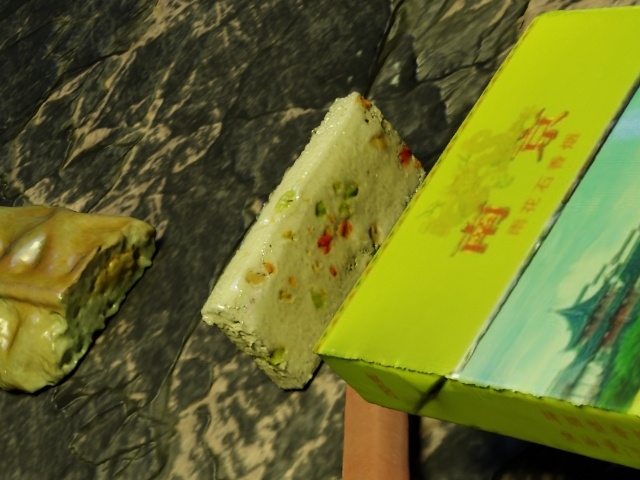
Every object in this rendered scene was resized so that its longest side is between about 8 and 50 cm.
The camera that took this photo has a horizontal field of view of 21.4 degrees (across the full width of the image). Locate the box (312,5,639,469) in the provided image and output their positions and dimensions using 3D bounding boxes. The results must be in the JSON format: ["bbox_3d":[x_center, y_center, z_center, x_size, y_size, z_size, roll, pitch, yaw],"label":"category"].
[{"bbox_3d":[0.155,-0.003,0.580,0.335,0.047,0.187,7,58,53],"label":"box"}]

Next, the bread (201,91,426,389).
[{"bbox_3d":[0.000,0.000,0.879,0.028,0.068,0.154,-5,44,50],"label":"bread"}]

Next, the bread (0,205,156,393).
[{"bbox_3d":[-0.216,0.031,1.096,0.232,0.088,0.128,-3,55,43],"label":"bread"}]

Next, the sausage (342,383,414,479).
[{"bbox_3d":[0.028,0.086,0.766,0.035,0.030,0.147,-30,31,21],"label":"sausage"}]
